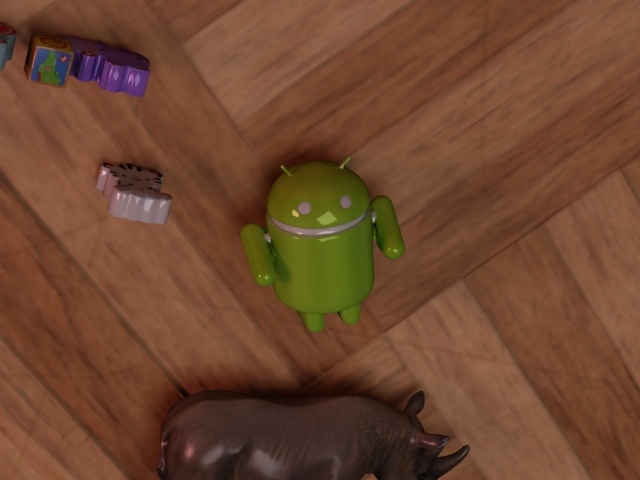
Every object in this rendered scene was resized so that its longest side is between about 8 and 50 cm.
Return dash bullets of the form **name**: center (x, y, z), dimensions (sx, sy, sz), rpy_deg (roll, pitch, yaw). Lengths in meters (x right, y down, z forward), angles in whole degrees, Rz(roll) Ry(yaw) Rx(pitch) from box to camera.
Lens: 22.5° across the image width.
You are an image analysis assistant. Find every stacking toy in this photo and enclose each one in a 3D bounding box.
- **stacking toy**: center (-0.163, -0.109, 0.921), dimensions (0.221, 0.052, 0.167), rpy_deg (10, 112, -23)

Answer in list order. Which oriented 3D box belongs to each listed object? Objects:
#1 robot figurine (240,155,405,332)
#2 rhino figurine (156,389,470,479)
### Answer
- **robot figurine**: center (0.000, 0.000, 1.025), dimensions (0.101, 0.067, 0.115), rpy_deg (-10, 120, -12)
- **rhino figurine**: center (-0.004, 0.149, 1.104), dimensions (0.243, 0.073, 0.106), rpy_deg (1, 120, -22)
